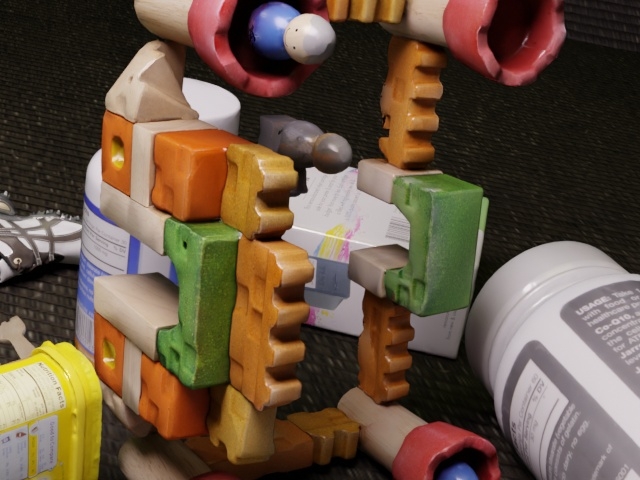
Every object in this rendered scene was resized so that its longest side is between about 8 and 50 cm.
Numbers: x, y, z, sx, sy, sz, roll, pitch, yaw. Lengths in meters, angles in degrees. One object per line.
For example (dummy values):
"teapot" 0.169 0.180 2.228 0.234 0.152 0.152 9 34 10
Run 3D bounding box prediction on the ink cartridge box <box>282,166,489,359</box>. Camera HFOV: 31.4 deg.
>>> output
"ink cartridge box" 0.000 0.000 1.281 0.353 0.119 0.207 13 25 6

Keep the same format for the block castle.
"block castle" 0.014 0.019 0.848 0.303 0.454 0.213 -6 21 -33

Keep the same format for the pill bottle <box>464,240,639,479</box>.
"pill bottle" 0.271 0.153 0.943 0.204 0.204 0.361 0 27 -20

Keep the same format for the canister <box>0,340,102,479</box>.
"canister" -0.254 0.156 0.841 0.169 0.126 0.073 -16 34 -40

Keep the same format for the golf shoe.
"golf shoe" -0.314 0.010 1.220 0.198 0.077 0.094 18 63 -26

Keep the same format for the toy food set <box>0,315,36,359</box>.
"toy food set" -0.315 0.136 0.926 0.192 0.039 0.132 -25 29 -21

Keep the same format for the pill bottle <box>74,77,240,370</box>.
"pill bottle" -0.144 -0.006 1.056 0.152 0.272 0.152 8 24 -4
